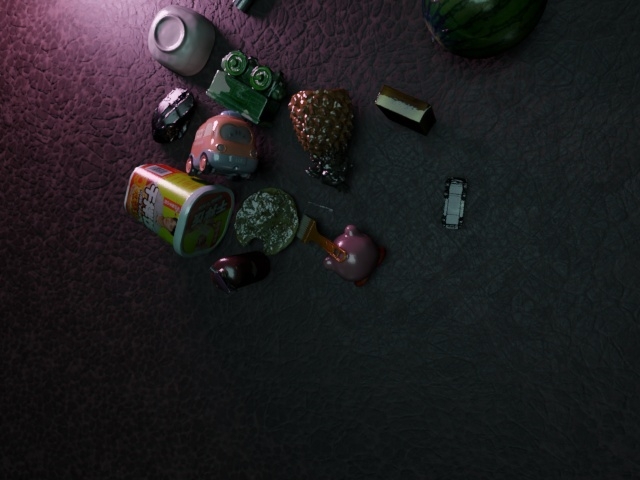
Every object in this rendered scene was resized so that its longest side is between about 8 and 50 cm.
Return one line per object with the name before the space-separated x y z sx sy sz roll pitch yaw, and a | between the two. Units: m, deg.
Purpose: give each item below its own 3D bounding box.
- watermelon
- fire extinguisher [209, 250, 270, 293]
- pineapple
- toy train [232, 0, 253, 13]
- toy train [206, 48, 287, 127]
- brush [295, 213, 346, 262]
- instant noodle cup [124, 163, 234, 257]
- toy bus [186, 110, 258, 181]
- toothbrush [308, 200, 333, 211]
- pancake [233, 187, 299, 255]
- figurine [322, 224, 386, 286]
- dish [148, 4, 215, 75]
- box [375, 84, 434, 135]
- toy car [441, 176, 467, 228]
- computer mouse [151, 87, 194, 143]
watermelon | 0.474 -0.703 1.617 0.362 0.363 0.364 1 93 17
fire extinguisher | -0.275 0.110 1.878 0.135 0.337 0.114 41 104 11
pineapple | 0.016 -0.322 1.851 0.222 0.223 0.358 -3 105 17
toy train | -0.215 -0.920 1.952 0.048 0.055 0.252 42 104 11
toy train | -0.247 -0.534 1.938 0.265 0.145 0.202 32 104 13
brush | 0.000 0.000 1.859 0.314 0.017 0.090 37 107 51
instant noodle cup | -0.515 -0.127 1.987 0.307 0.293 0.294 28 100 21
toy bus | -0.333 -0.323 1.917 0.287 0.194 0.232 2 85 58
toothbrush | 0.001 -0.120 1.956 0.096 0.006 0.008 21 102 15
pancake | -0.190 -0.071 1.987 0.253 0.037 0.254 -2 84 17
figurine | 0.109 0.053 1.849 0.173 0.173 0.174 1 93 17
dish | -0.522 -0.738 2.022 0.255 0.117 0.257 1 92 16
box | 0.271 -0.402 1.739 0.159 0.240 0.071 30 99 13
toy car | 0.434 -0.120 1.797 0.071 0.062 0.165 7 95 17
computer mouse | -0.559 -0.464 2.070 0.146 0.077 0.242 41 103 9
